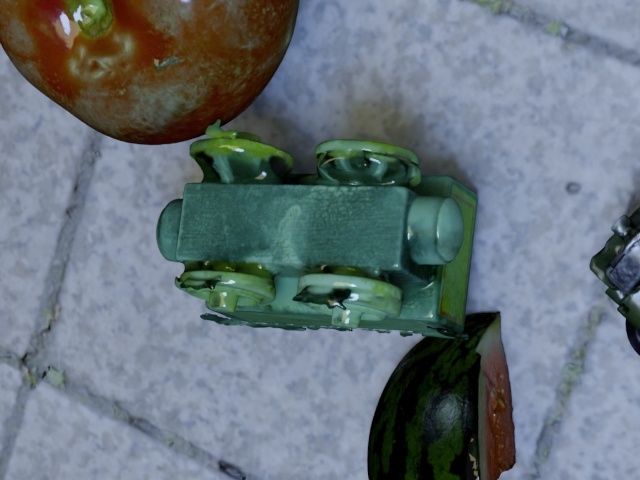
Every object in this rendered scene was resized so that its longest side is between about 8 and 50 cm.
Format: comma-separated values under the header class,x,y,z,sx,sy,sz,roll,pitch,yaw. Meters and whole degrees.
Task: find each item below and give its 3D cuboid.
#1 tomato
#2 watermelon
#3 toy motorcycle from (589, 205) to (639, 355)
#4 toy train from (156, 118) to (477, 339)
class,x,y,z,sx,sy,sz,roll,pitch,yaw
tomato,-0.137,-0.222,1.500,0.270,0.223,0.270,16,123,26
watermelon,0.101,0.165,1.508,0.137,0.145,0.193,38,112,9
toy motorcycle,0.351,0.007,1.363,0.205,0.127,0.275,44,102,11
toy train,0.000,0.000,1.488,0.272,0.188,0.159,2,78,26
